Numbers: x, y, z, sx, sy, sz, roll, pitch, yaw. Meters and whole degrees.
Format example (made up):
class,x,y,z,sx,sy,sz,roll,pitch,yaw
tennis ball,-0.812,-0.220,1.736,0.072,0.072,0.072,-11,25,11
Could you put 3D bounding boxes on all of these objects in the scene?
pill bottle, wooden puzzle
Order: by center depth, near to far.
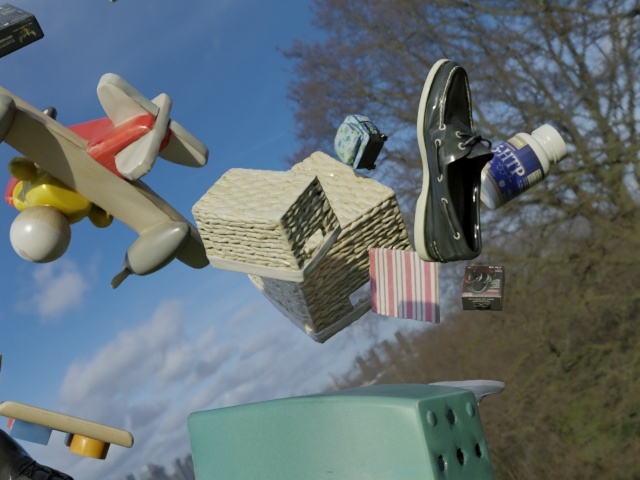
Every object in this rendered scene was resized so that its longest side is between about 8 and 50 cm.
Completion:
class,x,y,z,sx,sy,sz,roll,pitch,yaw
pill bottle,0.408,-0.157,1.522,0.187,0.112,0.112,-33,-11,-1
wooden puzzle,-0.657,0.482,1.854,0.348,0.322,0.080,-28,44,63

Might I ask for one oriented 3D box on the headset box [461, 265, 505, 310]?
class,x,y,z,sx,sy,sz,roll,pitch,yaw
headset box,0.257,0.078,1.162,0.062,0.032,0.083,-1,36,20

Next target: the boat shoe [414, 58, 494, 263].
class,x,y,z,sx,sy,sz,roll,pitch,yaw
boat shoe,0.230,-0.127,1.212,0.113,0.340,0.127,9,4,43

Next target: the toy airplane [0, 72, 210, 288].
class,x,y,z,sx,sy,sz,roll,pitch,yaw
toy airplane,-0.359,-0.086,1.110,0.384,0.386,0.272,97,-165,-66

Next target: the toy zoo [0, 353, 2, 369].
class,x,y,z,sx,sy,sz,roll,pitch,yaw
toy zoo,-0.579,0.173,1.000,0.192,0.030,0.293,7,4,11

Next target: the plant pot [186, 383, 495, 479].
class,x,y,z,sx,sy,sz,roll,pitch,yaw
plant pot,0.029,0.213,0.672,0.234,0.165,0.166,-21,-17,34

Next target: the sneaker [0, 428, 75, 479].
class,x,y,z,sx,sy,sz,roll,pitch,yaw
sneaker,-0.388,0.373,1.054,0.130,0.286,0.109,-35,6,19

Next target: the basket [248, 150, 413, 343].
class,x,y,z,sx,sy,sz,roll,pitch,yaw
basket,0.000,0.000,1.762,0.328,0.331,0.266,-34,-50,-19

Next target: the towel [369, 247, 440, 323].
class,x,y,z,sx,sy,sz,roll,pitch,yaw
towel,0.174,0.089,1.524,0.029,0.144,0.197,-8,8,-39

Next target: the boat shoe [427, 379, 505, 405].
class,x,y,z,sx,sy,sz,roll,pitch,yaw
boat shoe,0.334,0.353,1.683,0.184,0.063,0.066,0,-15,-11

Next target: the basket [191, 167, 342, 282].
class,x,y,z,sx,sy,sz,roll,pitch,yaw
basket,-0.075,-0.025,0.986,0.167,0.103,0.113,7,44,34

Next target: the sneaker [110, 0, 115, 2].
class,x,y,z,sx,sy,sz,roll,pitch,yaw
sneaker,-0.483,-0.746,1.831,0.385,0.147,0.145,-27,19,48

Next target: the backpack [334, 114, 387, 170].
class,x,y,z,sx,sy,sz,roll,pitch,yaw
backpack,0.081,-0.226,1.657,0.084,0.114,0.105,1,-51,-27

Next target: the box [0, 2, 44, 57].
class,x,y,z,sx,sy,sz,roll,pitch,yaw
box,-0.738,-0.429,1.585,0.233,0.183,0.059,-35,-49,-24
